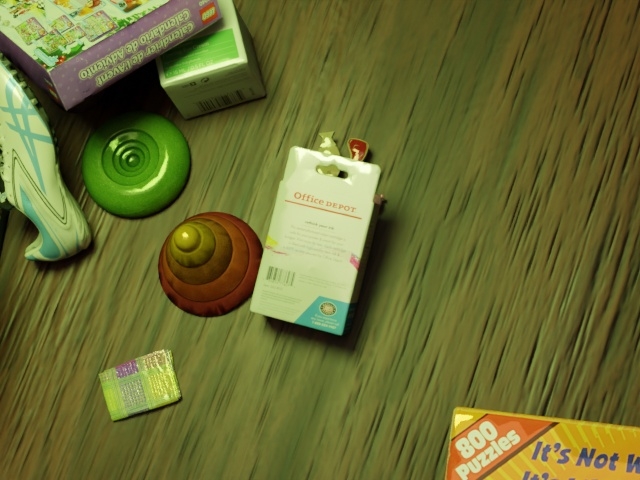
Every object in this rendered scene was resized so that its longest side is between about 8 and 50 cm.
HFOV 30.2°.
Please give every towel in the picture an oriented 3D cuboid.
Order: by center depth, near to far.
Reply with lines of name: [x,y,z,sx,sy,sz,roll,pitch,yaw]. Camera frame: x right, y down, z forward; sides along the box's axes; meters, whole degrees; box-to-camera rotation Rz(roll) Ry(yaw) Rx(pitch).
towel: [-0.195,0.158,1.289,0.083,0.009,0.060,-20,74,3]

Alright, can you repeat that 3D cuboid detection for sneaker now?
sneaker: [-0.322,-0.086,1.287,0.086,0.085,0.237,-21,109,-13]

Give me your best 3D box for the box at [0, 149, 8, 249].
box: [-0.449,-0.026,1.304,0.165,0.143,0.270,5,75,9]

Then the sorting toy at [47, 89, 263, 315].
sorting toy: [-0.203,-0.083,1.296,0.127,0.126,0.365,-37,74,-3]

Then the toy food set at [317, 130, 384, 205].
toy food set: [0.033,-0.060,1.312,0.077,0.019,0.122,1,75,8]

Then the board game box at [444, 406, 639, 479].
board game box: [0.273,0.358,0.989,0.356,0.356,0.356,5,75,9]

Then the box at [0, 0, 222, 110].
box: [-0.271,-0.270,1.307,0.201,0.057,0.293,-35,47,-18]

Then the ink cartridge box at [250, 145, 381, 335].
ink cartridge box: [0.000,0.000,1.259,0.104,0.061,0.181,14,91,11]

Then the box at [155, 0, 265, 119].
box: [-0.127,-0.204,1.330,0.101,0.102,0.087,-16,71,4]
